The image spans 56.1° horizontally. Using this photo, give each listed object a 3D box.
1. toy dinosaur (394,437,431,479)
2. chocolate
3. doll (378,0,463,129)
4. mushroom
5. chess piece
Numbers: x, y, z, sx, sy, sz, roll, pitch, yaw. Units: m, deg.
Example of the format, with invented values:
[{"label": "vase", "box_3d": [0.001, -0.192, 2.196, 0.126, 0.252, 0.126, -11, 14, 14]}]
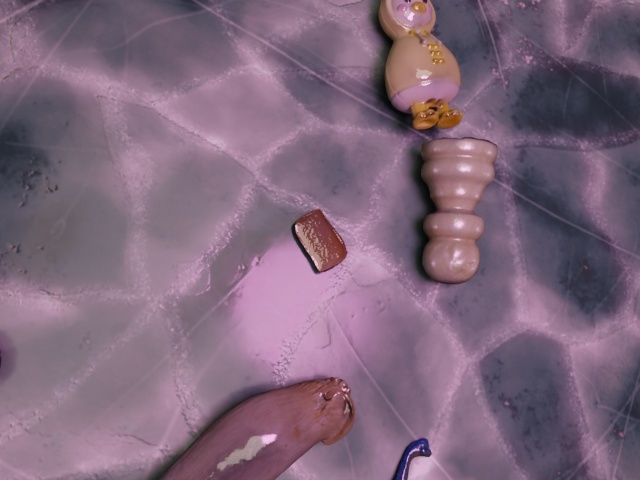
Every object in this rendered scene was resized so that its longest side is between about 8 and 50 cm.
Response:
[{"label": "toy dinosaur", "box_3d": [0.071, 0.427, 0.967, 0.247, 0.075, 0.188, -2, 73, -9]}, {"label": "chocolate", "box_3d": [0.000, 0.000, 1.013, 0.064, 0.031, 0.101, -36, 88, 1]}, {"label": "doll", "box_3d": [0.170, -0.337, 1.060, 0.141, 0.117, 0.297, -9, 85, -18]}, {"label": "mushroom", "box_3d": [-0.113, 0.339, 0.889, 0.397, 0.126, 0.177, -47, 105, -16]}, {"label": "chess piece", "box_3d": [0.233, -0.046, 1.037, 0.133, 0.133, 0.243, 6, 85, -14]}]
